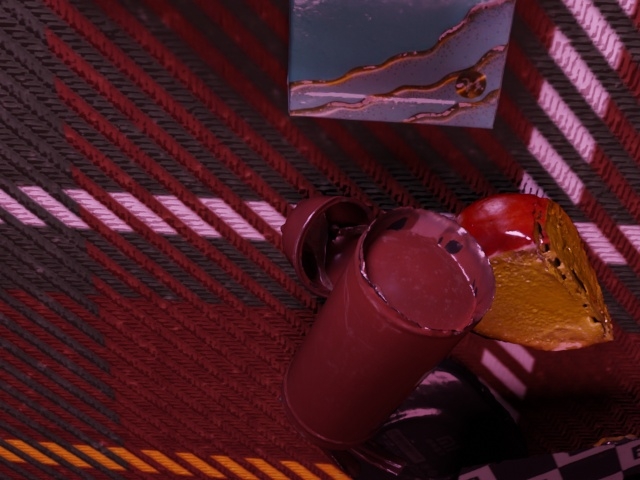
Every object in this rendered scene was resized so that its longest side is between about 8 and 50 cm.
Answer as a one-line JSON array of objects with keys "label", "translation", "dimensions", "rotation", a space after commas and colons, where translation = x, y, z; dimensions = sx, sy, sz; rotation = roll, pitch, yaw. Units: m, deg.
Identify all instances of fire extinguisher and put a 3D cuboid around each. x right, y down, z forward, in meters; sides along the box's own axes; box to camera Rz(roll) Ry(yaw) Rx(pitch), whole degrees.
[{"label": "fire extinguisher", "translation": [0.048, 0.122, 0.654], "dimensions": [0.147, 0.106, 0.337], "rotation": [36, 143, 8]}]

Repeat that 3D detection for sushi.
[{"label": "sushi", "translation": [0.259, 0.274, 0.821], "dimensions": [0.293, 0.059, 0.292], "rotation": [-4, 134, -10]}]

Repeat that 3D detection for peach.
[{"label": "peach", "translation": [0.177, 0.024, 0.643], "dimensions": [0.172, 0.093, 0.127], "rotation": [22, 132, -20]}]

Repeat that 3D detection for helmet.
[{"label": "helmet", "translation": [0.000, 0.000, 0.658], "dimensions": [0.089, 0.057, 0.111], "rotation": [-56, 138, -9]}]

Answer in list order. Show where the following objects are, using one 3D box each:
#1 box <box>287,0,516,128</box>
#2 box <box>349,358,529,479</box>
[{"label": "box", "translation": [0.058, -0.192, 0.524], "dimensions": [0.161, 0.041, 0.229], "rotation": [4, 126, 4]}, {"label": "box", "translation": [0.105, 0.218, 0.819], "dimensions": [0.201, 0.042, 0.212], "rotation": [-28, 121, 20]}]
